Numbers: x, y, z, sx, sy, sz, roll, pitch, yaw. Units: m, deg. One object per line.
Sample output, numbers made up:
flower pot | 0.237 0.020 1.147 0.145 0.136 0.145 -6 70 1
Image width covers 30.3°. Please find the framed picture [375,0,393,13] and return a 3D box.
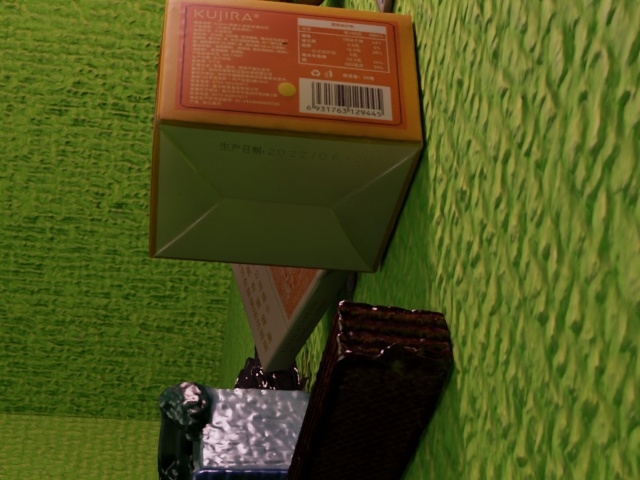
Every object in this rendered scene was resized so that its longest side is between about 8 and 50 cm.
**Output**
framed picture | 0.088 -0.399 1.474 0.150 0.015 0.203 -98 15 -54

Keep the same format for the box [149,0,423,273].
box | -0.051 -0.123 1.363 0.259 0.283 0.214 106 167 -55

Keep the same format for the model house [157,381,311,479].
model house | -0.092 0.406 1.611 0.329 0.252 0.295 -107 22 -51

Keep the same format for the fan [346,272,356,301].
fan | 0.042 0.061 1.609 0.056 0.004 0.083 141 132 -78

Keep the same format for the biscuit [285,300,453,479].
biscuit | 0.038 0.195 1.210 0.388 0.107 0.073 104 170 -52

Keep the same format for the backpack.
backpack | -0.081 0.277 1.972 0.258 0.133 0.206 -86 -3 -50

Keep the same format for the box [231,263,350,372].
box | -0.038 0.016 1.675 0.365 0.051 0.204 121 138 -51

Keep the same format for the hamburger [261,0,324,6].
hamburger | -0.048 -0.473 1.925 0.246 0.170 0.246 177 90 -71
